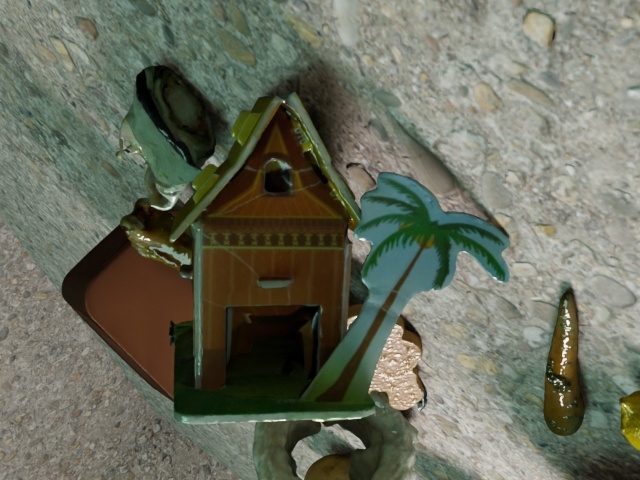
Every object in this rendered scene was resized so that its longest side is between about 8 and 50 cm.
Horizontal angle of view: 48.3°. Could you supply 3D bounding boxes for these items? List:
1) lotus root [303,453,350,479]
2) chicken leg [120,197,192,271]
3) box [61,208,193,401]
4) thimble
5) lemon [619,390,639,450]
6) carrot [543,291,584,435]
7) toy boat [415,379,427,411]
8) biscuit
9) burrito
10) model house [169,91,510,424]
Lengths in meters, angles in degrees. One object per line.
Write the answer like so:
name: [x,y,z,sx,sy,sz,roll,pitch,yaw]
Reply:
lotus root: [0.044,0.602,1.713,0.183,0.183,0.310,48,160,-13]
chicken leg: [-0.130,0.073,1.096,0.361,0.140,0.211,23,128,17]
box: [-0.275,0.128,1.307,0.339,0.239,0.229,52,156,-23]
thimble: [0.028,0.378,1.248,0.292,0.291,0.195,33,153,17]
lemon: [0.337,0.183,0.720,0.092,0.065,0.065,35,156,-8]
carrot: [0.269,0.142,0.785,0.049,0.049,0.254,22,145,35]
toy boat: [0.147,0.242,1.122,0.038,0.038,0.083,15,144,44]
biscuit: [0.075,0.172,1.025,0.144,0.040,0.236,-9,131,1]
burrito: [-0.211,-0.131,0.972,0.143,0.089,0.229,58,154,-2]
model house: [0.000,0.000,0.802,0.300,0.340,0.323,-133,44,-74]
